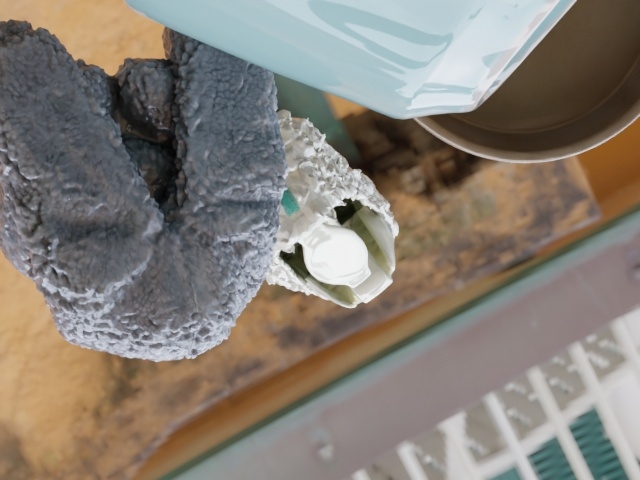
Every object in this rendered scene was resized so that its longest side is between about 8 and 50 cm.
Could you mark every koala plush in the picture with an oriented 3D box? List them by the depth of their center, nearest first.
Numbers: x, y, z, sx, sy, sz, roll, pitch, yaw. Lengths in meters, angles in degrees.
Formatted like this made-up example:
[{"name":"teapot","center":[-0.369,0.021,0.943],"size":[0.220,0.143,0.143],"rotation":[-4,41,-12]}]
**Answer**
[{"name":"koala plush","center":[-0.139,-0.023,0.903],"size":[0.196,0.203,0.221],"rotation":[-14,-179,-30]}]

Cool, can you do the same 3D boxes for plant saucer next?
[{"name":"plant saucer","center":[0.169,-0.203,1.245],"size":[0.278,0.277,0.041],"rotation":[-28,-173,-1]}]

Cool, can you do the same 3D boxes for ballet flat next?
[{"name":"ballet flat","center":[0.000,0.000,1.384],"size":[0.147,0.147,0.409],"rotation":[-25,164,10]}]

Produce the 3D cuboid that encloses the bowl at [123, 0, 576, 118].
[{"name":"bowl","center":[0.066,-0.177,0.705],"size":[0.311,0.163,0.311],"rotation":[-48,177,-4]}]
